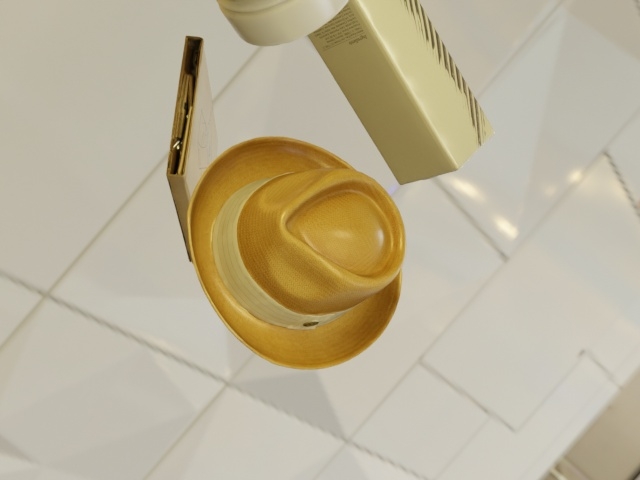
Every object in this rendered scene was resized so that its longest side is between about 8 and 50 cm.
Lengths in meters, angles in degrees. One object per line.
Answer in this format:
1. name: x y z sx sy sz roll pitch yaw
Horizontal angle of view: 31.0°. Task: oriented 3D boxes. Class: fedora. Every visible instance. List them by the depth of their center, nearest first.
1. fedora: 0.000 0.000 0.843 0.194 0.194 0.079 41 -35 -19

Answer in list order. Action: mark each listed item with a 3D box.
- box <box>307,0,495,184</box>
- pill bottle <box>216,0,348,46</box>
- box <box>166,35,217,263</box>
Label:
1. box: 0.087 -0.209 1.398 0.113 0.094 0.275 -11 -64 52
2. pill bottle: -0.083 -0.320 1.021 0.160 0.160 0.283 43 -9 49
3. box: -0.130 -0.090 1.207 0.021 0.164 0.201 3 -26 2
